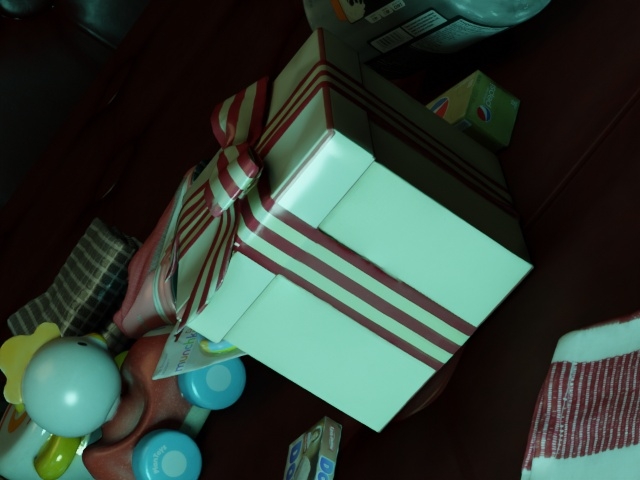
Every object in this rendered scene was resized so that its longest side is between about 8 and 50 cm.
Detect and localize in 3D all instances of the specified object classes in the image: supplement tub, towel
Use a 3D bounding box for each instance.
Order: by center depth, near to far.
[{"bbox_3d":[0.196,0.172,0.998,0.237,0.037,0.329,-27,35,54],"label":"towel"},{"bbox_3d":[0.129,-0.295,1.637,0.316,0.193,0.194,-19,42,60],"label":"supplement tub"},{"bbox_3d":[-0.344,0.091,2.282,0.235,0.121,0.283,-57,19,-2],"label":"towel"}]

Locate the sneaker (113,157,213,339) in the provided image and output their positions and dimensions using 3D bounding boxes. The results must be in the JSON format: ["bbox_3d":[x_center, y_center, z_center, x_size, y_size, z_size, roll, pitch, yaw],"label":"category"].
[{"bbox_3d":[-0.185,0.007,1.966,0.136,0.116,0.314,-25,27,28],"label":"sneaker"}]

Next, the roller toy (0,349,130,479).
[{"bbox_3d":[-0.323,0.234,1.971,0.191,0.146,0.209,-36,29,47],"label":"roller toy"}]

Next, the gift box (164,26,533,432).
[{"bbox_3d":[0.000,0.000,1.396,0.276,0.258,0.255,-50,20,17],"label":"gift box"}]

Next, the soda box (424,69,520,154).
[{"bbox_3d":[0.117,-0.097,1.564,0.181,0.058,0.061,-31,32,50],"label":"soda box"}]

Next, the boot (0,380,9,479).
[{"bbox_3d":[-0.432,0.306,2.245,0.305,0.112,0.115,-141,54,-66],"label":"boot"}]

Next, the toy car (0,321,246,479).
[{"bbox_3d":[-0.245,0.159,1.765,0.210,0.238,0.219,-62,20,-14],"label":"toy car"}]

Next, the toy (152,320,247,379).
[{"bbox_3d":[-0.075,0.061,1.652,0.237,0.056,0.137,-15,32,27],"label":"toy"}]

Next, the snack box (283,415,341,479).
[{"bbox_3d":[-0.017,0.246,1.410,0.064,0.022,0.178,-44,24,40],"label":"snack box"}]
